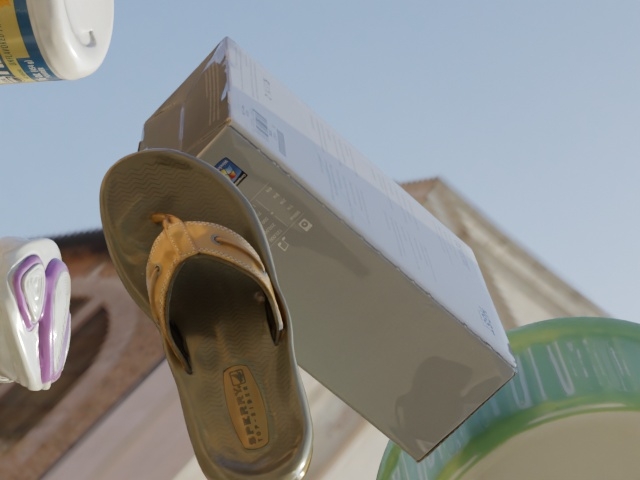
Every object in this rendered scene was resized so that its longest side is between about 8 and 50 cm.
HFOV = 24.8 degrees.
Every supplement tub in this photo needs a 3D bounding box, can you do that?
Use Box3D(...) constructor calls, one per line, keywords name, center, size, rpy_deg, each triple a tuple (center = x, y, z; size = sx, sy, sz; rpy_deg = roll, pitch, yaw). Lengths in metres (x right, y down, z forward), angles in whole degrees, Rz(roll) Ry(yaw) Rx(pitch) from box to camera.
Box3D(name="supplement tub", center=(-0.273, -0.189, 1.115), size=(0.200, 0.144, 0.144), rpy_deg=(-3, -52, 11))

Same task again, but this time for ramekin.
Box3D(name="ramekin", center=(0.185, 0.215, 0.978), size=(0.303, 0.148, 0.303), rpy_deg=(1, -79, 3))

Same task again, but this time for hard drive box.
Box3D(name="hard drive box", center=(0.000, 0.000, 0.901), size=(0.232, 0.181, 0.089), rpy_deg=(40, -75, -18))

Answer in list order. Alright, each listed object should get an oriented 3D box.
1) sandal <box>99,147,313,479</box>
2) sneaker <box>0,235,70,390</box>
Box3D(name="sandal", center=(-0.051, 0.030, 0.656), size=(0.049, 0.072, 0.180), rpy_deg=(79, -9, -66))
Box3D(name="sneaker", center=(-0.284, 0.067, 1.199), size=(0.152, 0.114, 0.305), rpy_deg=(9, -16, -8))
